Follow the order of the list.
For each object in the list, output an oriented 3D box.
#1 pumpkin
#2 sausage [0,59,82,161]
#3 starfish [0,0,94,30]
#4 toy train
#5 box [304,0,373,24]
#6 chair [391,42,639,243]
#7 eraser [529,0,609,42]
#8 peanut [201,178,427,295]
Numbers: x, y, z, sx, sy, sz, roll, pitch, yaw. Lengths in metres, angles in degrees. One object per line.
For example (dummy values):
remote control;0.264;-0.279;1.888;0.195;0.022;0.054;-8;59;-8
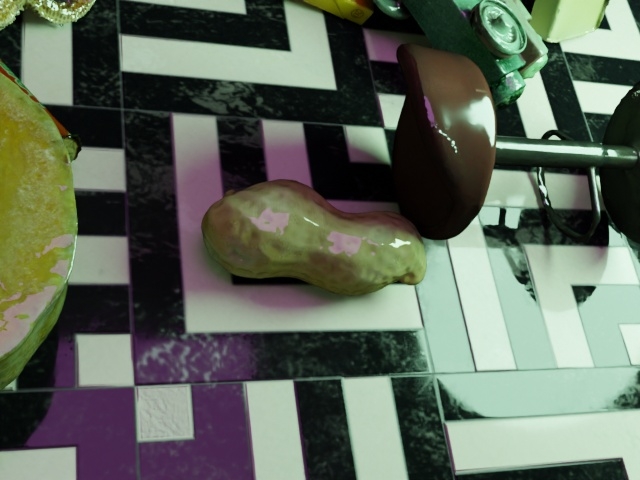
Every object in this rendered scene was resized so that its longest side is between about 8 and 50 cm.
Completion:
pumpkin;-0.371;0.019;0.721;0.332;0.199;0.332;6;57;-9
sausage;-0.367;-0.170;0.880;0.264;0.083;0.083;46;57;8
starfish;-0.365;-0.301;0.941;0.215;0.071;0.238;18;35;-18
toy train;0.201;-0.324;1.140;0.221;0.150;0.304;-30;86;-46
box;-0.048;-0.405;1.123;0.269;0.043;0.152;18;60;-24
chair;0.247;-0.108;0.991;0.400;0.226;0.227;2;63;-20
eraser;0.380;-0.386;1.221;0.117;0.172;0.058;-19;48;-28
peanut;0.000;0.000;0.914;0.263;0.101;0.117;14;79;-14
